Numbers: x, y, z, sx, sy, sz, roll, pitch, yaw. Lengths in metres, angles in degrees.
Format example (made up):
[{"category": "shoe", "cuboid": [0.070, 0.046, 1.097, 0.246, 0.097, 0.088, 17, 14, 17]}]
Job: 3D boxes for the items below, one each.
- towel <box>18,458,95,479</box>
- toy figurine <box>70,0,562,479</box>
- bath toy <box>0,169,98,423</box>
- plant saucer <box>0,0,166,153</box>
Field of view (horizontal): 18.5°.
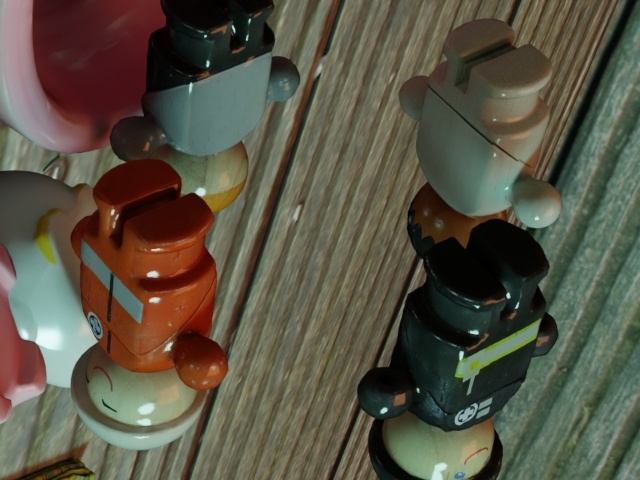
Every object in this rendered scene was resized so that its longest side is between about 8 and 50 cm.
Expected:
[{"category": "towel", "cuboid": [-0.224, 0.210, 1.301, 0.102, 0.021, 0.237, -63, 166, 11]}, {"category": "toy figurine", "cuboid": [0.000, 0.000, 0.872, 0.148, 0.213, 0.209, 99, -1, -45]}, {"category": "bath toy", "cuboid": [-0.199, 0.036, 0.812, 0.348, 0.129, 0.151, -33, 108, -70]}, {"category": "plant saucer", "cuboid": [-0.068, -0.200, 0.871, 0.332, 0.084, 0.332, -54, 165, -22]}]
